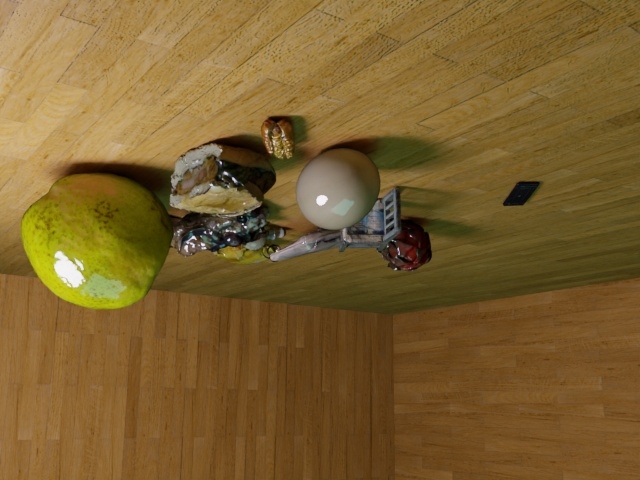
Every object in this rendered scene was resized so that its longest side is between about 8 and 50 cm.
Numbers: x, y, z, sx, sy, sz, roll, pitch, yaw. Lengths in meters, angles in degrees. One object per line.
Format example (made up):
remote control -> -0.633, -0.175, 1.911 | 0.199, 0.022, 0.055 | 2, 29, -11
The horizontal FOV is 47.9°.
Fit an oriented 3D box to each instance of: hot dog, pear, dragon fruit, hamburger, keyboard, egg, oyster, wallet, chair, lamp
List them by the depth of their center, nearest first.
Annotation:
hot dog -> -0.092, -0.222, 1.583 | 0.071, 0.045, 0.165 | -2, 166, 1
egg -> 0.042, -0.122, 1.696 | 0.185, 0.186, 0.241 | 8, 163, -29
hamburger -> -0.223, -0.141, 1.744 | 0.211, 0.133, 0.308 | 9, 165, -34
pear -> -0.586, -0.010, 1.884 | 0.390, 0.392, 0.391 | 1, 167, 0
keyboard -> 0.562, -0.129, 2.023 | 0.061, 0.013, 0.204 | -1, 166, 3
chair -> 0.133, -0.056, 2.081 | 0.147, 0.137, 0.270 | 0, 168, -6
oyster -> -0.329, -0.030, 2.188 | 0.360, 0.096, 0.221 | -7, 142, 10
dragon fruit -> 0.274, 0.018, 2.336 | 0.182, 0.182, 0.188 | -13, 180, 45
lamp -> -0.187, -0.018, 2.407 | 0.163, 0.091, 0.091 | -9, 174, -35
wallet -> 0.000, 0.003, 2.420 | 0.335, 0.068, 0.274 | -11, 176, -29

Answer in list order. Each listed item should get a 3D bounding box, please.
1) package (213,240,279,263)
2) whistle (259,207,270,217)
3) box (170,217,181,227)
package -> -0.269, 0.036, 2.599 | 0.226, 0.090, 0.168 | -15, 157, 41
whistle -> -0.192, -0.081, 2.216 | 0.100, 0.035, 0.035 | -9, 164, 40
box -> -0.503, -0.030, 2.343 | 0.122, 0.089, 0.062 | -12, 172, 44
